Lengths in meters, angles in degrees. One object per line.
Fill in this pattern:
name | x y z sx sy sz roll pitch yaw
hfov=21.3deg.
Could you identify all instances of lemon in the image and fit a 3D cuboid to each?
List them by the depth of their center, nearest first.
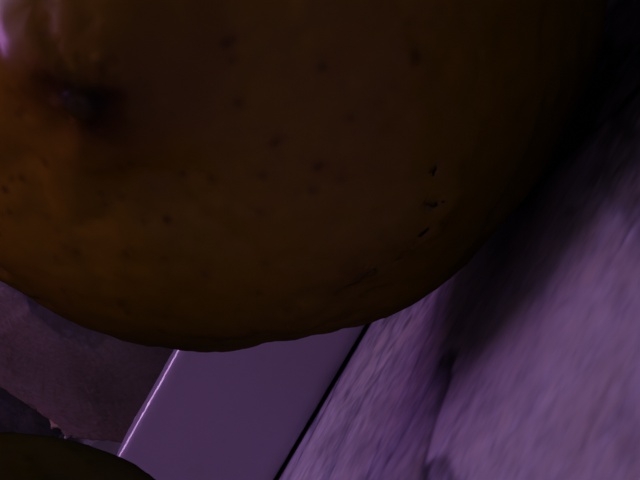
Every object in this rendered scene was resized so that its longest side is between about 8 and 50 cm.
lemon | -0.033 -0.097 0.598 0.293 0.293 0.293 -61 4 7

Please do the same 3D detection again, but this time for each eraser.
eraser | -0.001 0.000 0.859 0.298 0.078 0.076 -60 4 13

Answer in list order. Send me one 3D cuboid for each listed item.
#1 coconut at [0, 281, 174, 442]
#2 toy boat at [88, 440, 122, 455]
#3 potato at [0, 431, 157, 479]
coconut | -0.121 -0.031 1.070 0.297 0.297 0.309 -60 -1 21
toy boat | -0.171 0.226 1.351 0.129 0.088 0.295 -58 4 38
potato | -0.119 0.185 0.558 0.197 0.148 0.228 -21 40 49
